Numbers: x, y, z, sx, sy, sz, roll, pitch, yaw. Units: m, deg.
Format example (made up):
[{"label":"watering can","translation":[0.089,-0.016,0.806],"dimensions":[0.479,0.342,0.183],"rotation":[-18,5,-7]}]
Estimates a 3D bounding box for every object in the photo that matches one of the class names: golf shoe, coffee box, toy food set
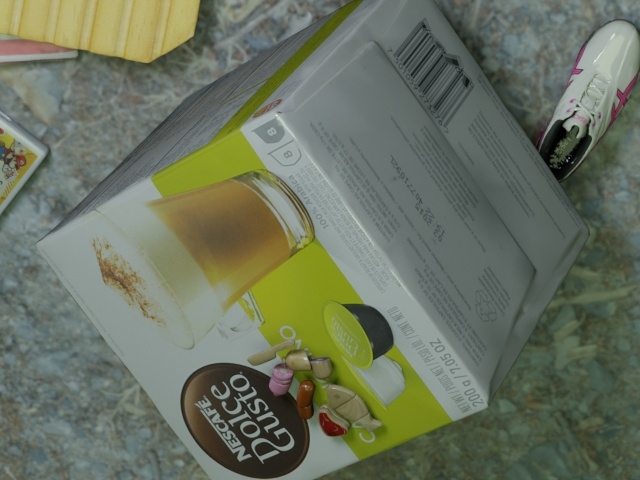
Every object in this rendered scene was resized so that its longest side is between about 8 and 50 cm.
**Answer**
[{"label":"golf shoe","translation":[0.280,-0.139,1.980],"dimensions":[0.067,0.086,0.186],"rotation":[25,109,-3]},{"label":"coffee box","translation":[0.000,0.000,1.879],"dimensions":[0.334,0.338,0.337],"rotation":[-26,106,35]},{"label":"toy food set","translation":[-0.007,0.135,1.742],"dimensions":[0.078,0.019,0.122],"rotation":[-26,116,35]}]

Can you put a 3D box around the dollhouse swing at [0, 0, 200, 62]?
[{"label":"dollhouse swing","translation":[-0.245,-0.351,1.849],"dimensions":[0.347,0.315,0.304],"rotation":[12,90,-4]}]

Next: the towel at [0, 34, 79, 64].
[{"label":"towel","translation":[-0.332,-0.282,2.023],"dimensions":[0.144,0.029,0.197],"rotation":[-2,110,4]}]

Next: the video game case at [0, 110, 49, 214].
[{"label":"video game case","translation":[-0.444,-0.078,2.107],"dimensions":[0.206,0.026,0.227],"rotation":[38,108,-8]}]
